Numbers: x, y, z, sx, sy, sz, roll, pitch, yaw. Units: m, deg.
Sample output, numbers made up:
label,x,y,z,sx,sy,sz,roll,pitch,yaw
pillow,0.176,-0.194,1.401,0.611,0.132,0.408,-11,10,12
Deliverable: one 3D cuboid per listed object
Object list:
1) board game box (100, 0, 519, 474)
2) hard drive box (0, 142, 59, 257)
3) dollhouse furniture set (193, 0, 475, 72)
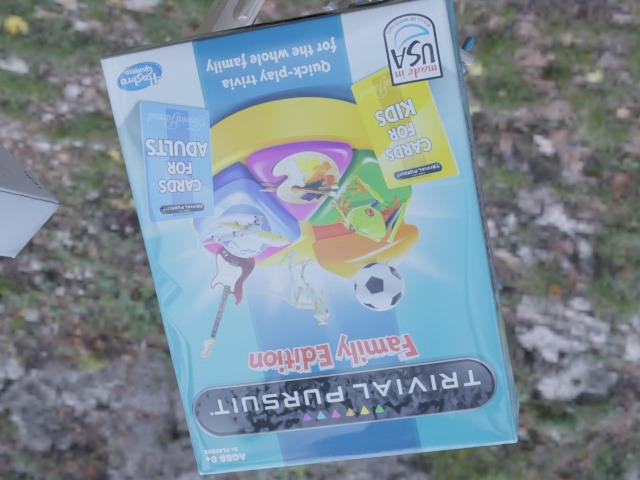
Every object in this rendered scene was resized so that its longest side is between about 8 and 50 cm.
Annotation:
label,x,y,z,sx,sy,sz,roll,pitch,yaw
board game box,0.000,0.000,0.884,0.254,0.336,0.079,-9,-166,12
hard drive box,-0.413,-0.078,1.245,0.181,0.089,0.232,43,-173,14
dollhouse furniture set,0.025,-0.194,1.303,0.303,0.198,0.286,28,-178,-16
